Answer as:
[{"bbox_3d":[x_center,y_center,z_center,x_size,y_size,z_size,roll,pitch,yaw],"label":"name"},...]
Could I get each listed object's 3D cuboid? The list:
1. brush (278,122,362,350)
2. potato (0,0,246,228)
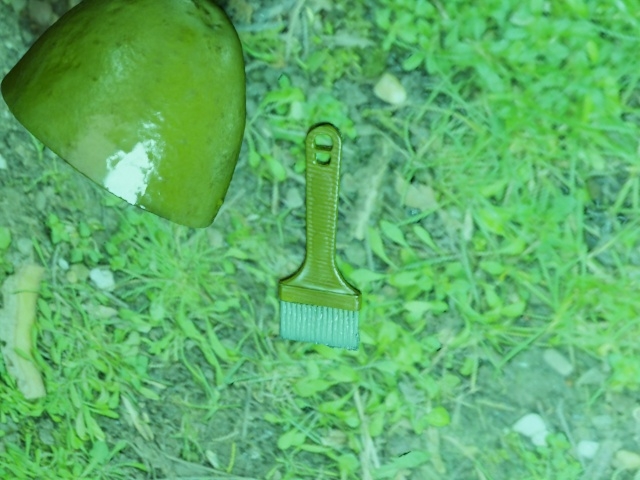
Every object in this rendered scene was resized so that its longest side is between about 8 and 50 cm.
[{"bbox_3d":[0.000,0.000,0.799,0.082,0.010,0.218,9,115,17],"label":"brush"},{"bbox_3d":[-0.132,-0.127,0.713,0.203,0.178,0.158,47,107,24],"label":"potato"}]
